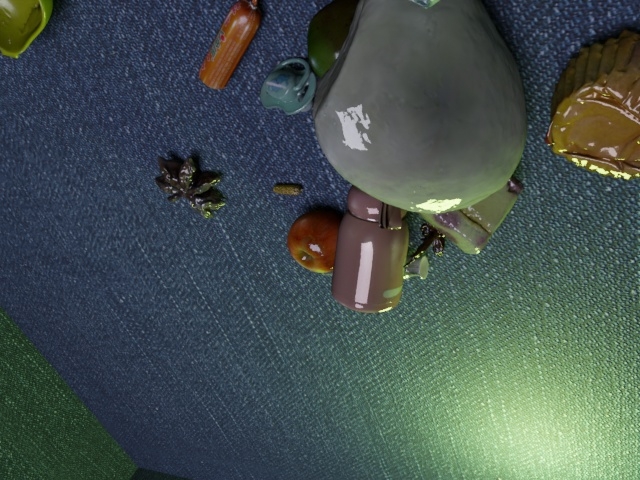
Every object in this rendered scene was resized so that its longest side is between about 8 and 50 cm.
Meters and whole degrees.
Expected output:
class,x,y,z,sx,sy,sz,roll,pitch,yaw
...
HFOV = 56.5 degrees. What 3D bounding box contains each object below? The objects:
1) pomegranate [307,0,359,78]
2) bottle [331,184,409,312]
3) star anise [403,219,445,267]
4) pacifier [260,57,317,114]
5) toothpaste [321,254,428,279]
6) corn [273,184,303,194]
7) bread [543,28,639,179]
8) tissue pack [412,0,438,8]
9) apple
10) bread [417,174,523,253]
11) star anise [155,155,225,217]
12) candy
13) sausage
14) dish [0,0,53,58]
class,x,y,z,sx,sy,sz,roll,pitch,yaw
pomegranate,0.053,-0.362,1.147,0.180,0.180,0.209,35,157,-6
bottle,0.127,0.012,1.387,0.173,0.206,0.297,3,112,-10
star anise,0.267,-0.005,1.375,0.158,0.144,0.140,35,128,-5
pacifier,-0.055,-0.324,1.292,0.150,0.127,0.116,15,174,38
toothpaste,0.123,0.065,1.571,0.323,0.066,0.100,1,135,32
corn,-0.082,-0.129,1.519,0.083,0.028,0.027,4,110,25
bread,0.533,-0.213,1.035,0.274,0.149,0.274,20,141,17
tissue pack,0.214,-0.502,0.756,0.162,0.388,0.287,37,136,-5
apple,0.000,0.000,1.523,0.163,0.139,0.163,28,147,20
bread,0.232,-0.144,1.230,0.338,0.155,0.187,36,95,-9
star anise,-0.355,-0.151,1.611,0.212,0.073,0.197,24,139,3
candy,0.197,-0.231,1.033,0.427,0.386,0.186,36,180,-28
sausage,-0.188,-0.426,1.270,0.071,0.071,0.234,37,136,-8
dish,-0.718,-0.570,1.388,0.221,0.108,0.262,43,133,-15
